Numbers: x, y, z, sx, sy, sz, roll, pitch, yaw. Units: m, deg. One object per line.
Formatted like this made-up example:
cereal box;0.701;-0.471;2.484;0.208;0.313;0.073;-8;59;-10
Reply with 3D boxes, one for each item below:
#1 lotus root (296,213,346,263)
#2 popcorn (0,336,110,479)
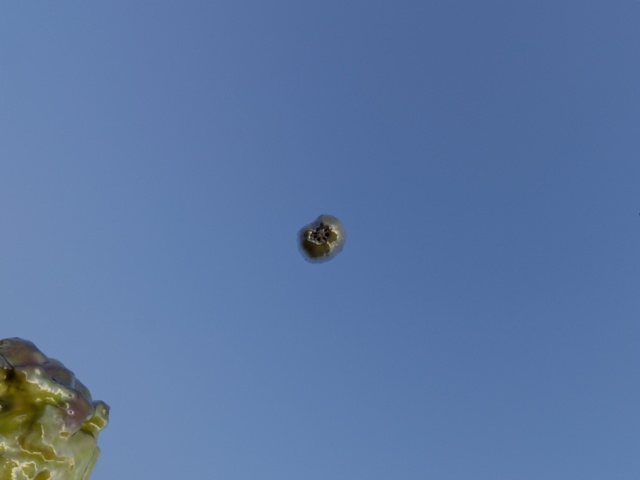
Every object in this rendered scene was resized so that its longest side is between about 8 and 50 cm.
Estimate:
lotus root;0.001;0.001;0.755;0.090;0.183;0.077;-35;-90;-8
popcorn;-0.435;0.283;0.577;0.293;0.237;0.293;44;-19;20
